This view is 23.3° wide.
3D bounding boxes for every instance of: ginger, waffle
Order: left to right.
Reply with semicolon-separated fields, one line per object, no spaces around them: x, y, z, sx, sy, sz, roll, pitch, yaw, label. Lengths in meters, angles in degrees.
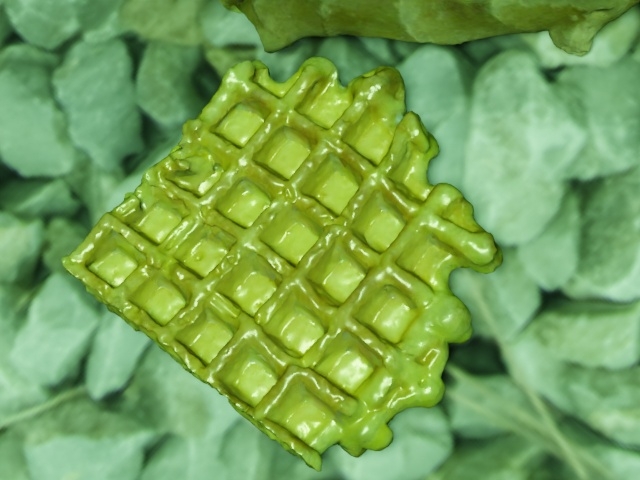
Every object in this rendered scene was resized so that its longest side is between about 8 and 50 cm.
0.000;0.000;0.911;0.229;0.057;0.219;36;81;18;waffle
0.060;-0.175;0.935;0.294;0.086;0.131;3;106;10;ginger
